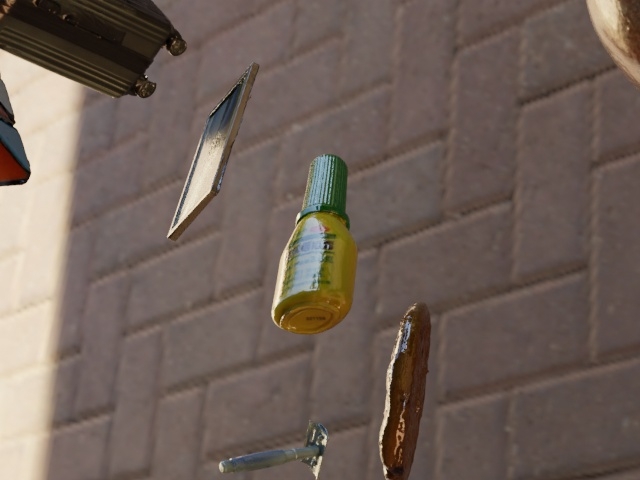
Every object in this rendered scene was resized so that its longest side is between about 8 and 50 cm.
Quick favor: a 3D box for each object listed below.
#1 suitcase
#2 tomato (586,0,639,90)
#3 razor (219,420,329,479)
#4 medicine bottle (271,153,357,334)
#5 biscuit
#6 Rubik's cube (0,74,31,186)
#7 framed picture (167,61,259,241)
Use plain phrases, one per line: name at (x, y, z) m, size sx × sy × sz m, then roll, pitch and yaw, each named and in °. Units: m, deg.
suitcase at (-0.318, -0.285, 1.926) m, size 0.128 × 0.312 × 0.202 m, roll -51°, pitch 57°, yaw 12°
tomato at (0.407, -0.260, 1.553) m, size 0.282 × 0.317 × 0.316 m, roll 139°, pitch 136°, yaw -60°
razor at (-0.058, 0.258, 1.939) m, size 0.040 × 0.135 × 0.068 m, roll 45°, pitch 131°, yaw 48°
medicine bottle at (0.000, 0.000, 2.197) m, size 0.111 × 0.076 × 0.309 m, roll -13°, pitch 39°, yaw 18°
biscuit at (0.098, 0.173, 1.873) m, size 0.212 × 0.036 × 0.212 m, roll 6°, pitch -90°, yaw -82°
Rubik's cube at (-0.374, -0.198, 1.426) m, size 0.284 × 0.234 × 0.250 m, roll -2°, pitch 40°, yaw 24°
framed picture at (-0.098, -0.081, 1.507) m, size 0.109 × 0.011 × 0.149 m, roll -41°, pitch 28°, yaw 54°
